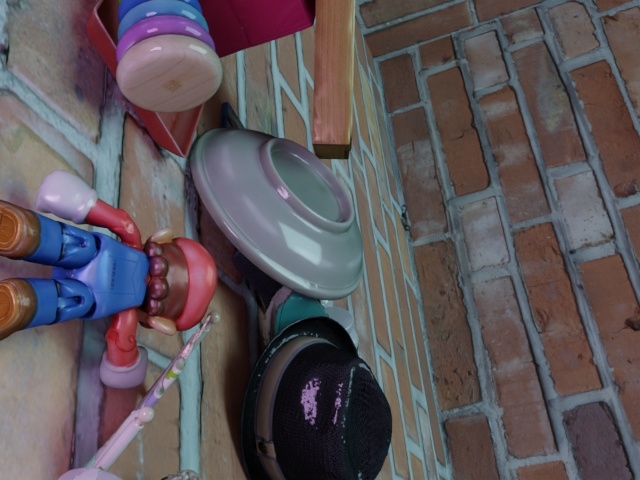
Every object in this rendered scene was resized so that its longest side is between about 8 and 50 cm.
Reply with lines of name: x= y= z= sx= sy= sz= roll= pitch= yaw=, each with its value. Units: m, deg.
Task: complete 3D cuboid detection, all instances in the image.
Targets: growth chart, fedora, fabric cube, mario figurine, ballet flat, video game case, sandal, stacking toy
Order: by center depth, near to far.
mario figurine: x=-0.254 y=0.050 z=0.778 sx=0.170 sy=0.198 sz=0.321 roll=36 pitch=8 yaw=26
growth chart: x=-0.188 y=0.174 z=0.784 sx=0.021 sy=0.172 sz=0.237 roll=38 pitch=20 yaw=-5
stacking toy: x=-0.230 y=-0.352 z=0.996 sx=0.141 sy=0.141 sz=0.330 roll=43 pitch=31 yaw=-62
fedora: x=0.022 y=0.296 z=1.155 sx=0.334 sy=0.153 sz=0.333 roll=-5 pitch=97 yaw=-48
fabric cube: x=-0.169 y=-0.528 z=1.296 sx=0.254 sy=0.259 sz=0.258 roll=-88 pitch=158 yaw=-45
ballet flat: x=-0.031 y=0.249 z=1.318 sx=0.147 sy=0.147 sz=0.408 roll=-78 pitch=151 yaw=-59
sandal: x=-0.076 y=0.087 z=1.336 sx=0.054 sy=0.097 sz=0.254 roll=-86 pitch=155 yaw=-50
video game case: x=-0.170 y=-0.184 z=1.421 sx=0.119 sy=0.015 sz=0.166 roll=57 pitch=24 yaw=-47

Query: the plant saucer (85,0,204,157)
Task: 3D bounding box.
plant saucer: x=-0.271 y=-0.293 z=1.114 sx=0.258 sy=0.048 sz=0.259 roll=-87 pitch=155 yaw=-49

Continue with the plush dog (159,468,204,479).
plush dog: x=-0.072 y=0.388 z=0.817 sx=0.262 sy=0.226 sz=0.210 roll=56 pitch=24 yaw=-50

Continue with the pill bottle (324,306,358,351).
pill bottle: x=0.026 y=0.229 z=1.443 sx=0.103 sy=0.103 sz=0.184 roll=-84 pitch=176 yaw=-53

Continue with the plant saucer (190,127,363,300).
plant saucer: x=-0.046 y=-0.078 z=1.282 sx=0.401 sy=0.100 sz=0.400 roll=36 pitch=28 yaw=-23

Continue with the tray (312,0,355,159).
tray: x=0.029 y=-0.370 z=1.322 sx=0.203 sy=0.076 sz=0.410 roll=21 pitch=71 yaw=-88

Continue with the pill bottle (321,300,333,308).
pill bottle: x=-0.049 y=0.056 z=1.424 sx=0.117 sy=0.117 sz=0.214 roll=-80 pitch=151 yaw=-57

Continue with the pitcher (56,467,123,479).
pitcher: x=-0.230 y=0.306 z=0.575 sx=0.207 sy=0.126 sz=0.177 roll=-23 pitch=113 yaw=-86
